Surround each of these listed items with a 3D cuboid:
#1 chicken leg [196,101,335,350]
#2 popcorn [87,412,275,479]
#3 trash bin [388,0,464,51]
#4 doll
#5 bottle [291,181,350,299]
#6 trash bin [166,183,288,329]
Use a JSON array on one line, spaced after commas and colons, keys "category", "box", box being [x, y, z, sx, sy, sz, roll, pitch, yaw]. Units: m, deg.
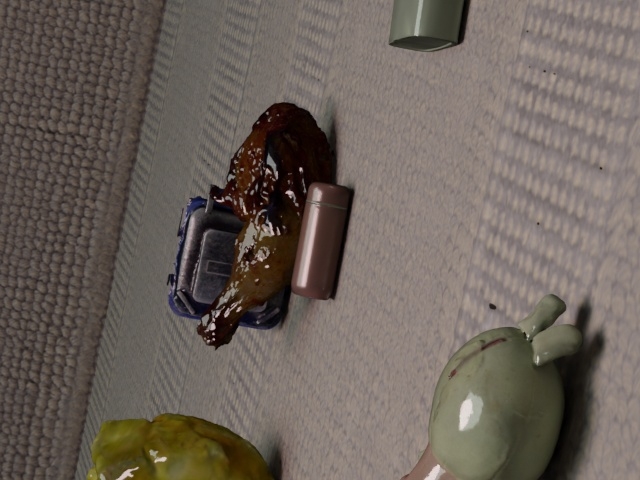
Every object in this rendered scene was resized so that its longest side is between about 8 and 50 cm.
[{"category": "chicken leg", "box": [-0.074, -0.023, 2.153, 0.177, 0.083, 0.322, -9, 69, 34]}, {"category": "popcorn", "box": [-0.179, 0.356, 2.131, 0.276, 0.225, 0.276, -19, 48, 23]}, {"category": "trash bin", "box": [0.116, -0.270, 1.801, 0.116, 0.059, 0.130, -175, 94, -77]}, {"category": "doll", "box": [0.126, 0.171, 1.381, 0.155, 0.113, 0.275, -104, 27, -63]}, {"category": "bottle", "box": [0.000, 0.000, 2.067, 0.053, 0.053, 0.140, -157, 77, -75]}, {"category": "trash bin", "box": [-0.125, 0.008, 2.344, 0.234, 0.162, 0.184, -127, 49, -78]}]
